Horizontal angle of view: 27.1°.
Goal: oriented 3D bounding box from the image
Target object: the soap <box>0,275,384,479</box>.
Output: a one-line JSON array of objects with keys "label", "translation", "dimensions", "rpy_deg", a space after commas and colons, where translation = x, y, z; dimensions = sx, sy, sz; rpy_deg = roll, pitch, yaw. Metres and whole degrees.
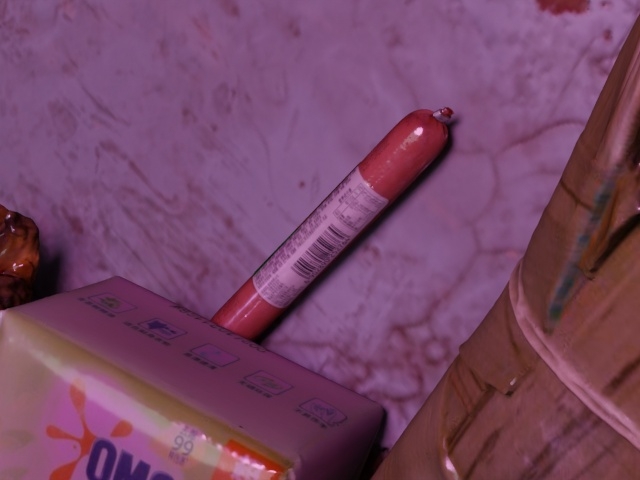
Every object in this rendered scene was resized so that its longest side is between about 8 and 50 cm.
[{"label": "soap", "translation": [-0.092, 0.142, 0.735], "dimensions": [0.199, 0.138, 0.182], "rpy_deg": [25, 105, 22]}]

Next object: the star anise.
[{"label": "star anise", "translation": [-0.225, 0.078, 0.857], "dimensions": [0.234, 0.073, 0.177], "rpy_deg": [-86, 18, -52]}]

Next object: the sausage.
[{"label": "sausage", "translation": [0.000, 0.000, 0.751], "dimensions": [0.223, 0.029, 0.029], "rpy_deg": [-45, 63, 29]}]

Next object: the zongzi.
[{"label": "zongzi", "translation": [0.214, 0.154, 0.507], "dimensions": [0.447, 0.181, 0.418], "rpy_deg": [52, 135, 23]}]
